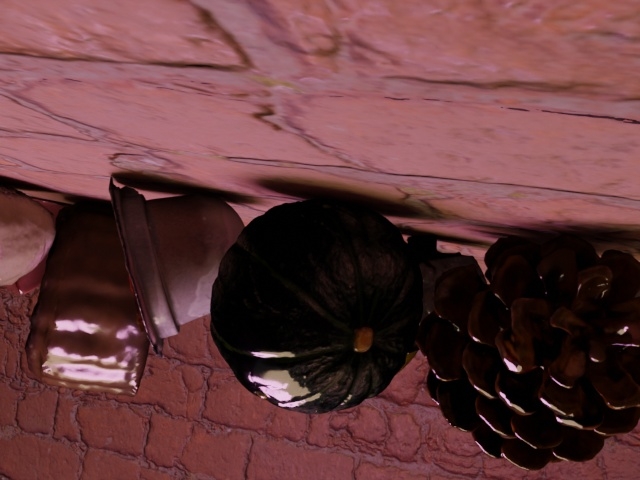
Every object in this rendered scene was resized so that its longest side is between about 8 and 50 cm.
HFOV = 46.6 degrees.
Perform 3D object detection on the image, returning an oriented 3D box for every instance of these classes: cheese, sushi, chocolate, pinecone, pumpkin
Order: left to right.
[{"bbox_3d":[-0.551,0.010,1.379,0.203,0.177,0.128,12,175,-38],"label":"cheese"},{"bbox_3d":[-0.155,0.015,0.863,0.147,0.221,0.221,-16,-177,-17],"label":"chocolate"},{"bbox_3d":[-0.001,0.064,0.735,0.220,0.220,0.162,12,-165,-38],"label":"pumpkin"},{"bbox_3d":[0.100,0.074,0.939,0.212,0.147,0.115,-13,180,-20],"label":"sushi"},{"bbox_3d":[0.228,0.104,0.763,0.244,0.244,0.309,10,159,-12],"label":"pinecone"}]

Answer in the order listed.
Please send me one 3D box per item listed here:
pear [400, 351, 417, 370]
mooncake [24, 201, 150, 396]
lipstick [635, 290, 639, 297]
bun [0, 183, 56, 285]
[{"bbox_3d":[0.031,0.122,1.200,0.283,0.284,0.283,9,176,1],"label":"pear"},{"bbox_3d":[-0.377,0.096,1.253,0.187,0.324,0.324,11,175,-17],"label":"mooncake"},{"bbox_3d":[0.371,0.066,0.921,0.289,0.076,0.077,5,173,13],"label":"lipstick"},{"bbox_3d":[-0.531,-0.018,1.083,0.273,0.168,0.273,16,175,1],"label":"bun"}]
